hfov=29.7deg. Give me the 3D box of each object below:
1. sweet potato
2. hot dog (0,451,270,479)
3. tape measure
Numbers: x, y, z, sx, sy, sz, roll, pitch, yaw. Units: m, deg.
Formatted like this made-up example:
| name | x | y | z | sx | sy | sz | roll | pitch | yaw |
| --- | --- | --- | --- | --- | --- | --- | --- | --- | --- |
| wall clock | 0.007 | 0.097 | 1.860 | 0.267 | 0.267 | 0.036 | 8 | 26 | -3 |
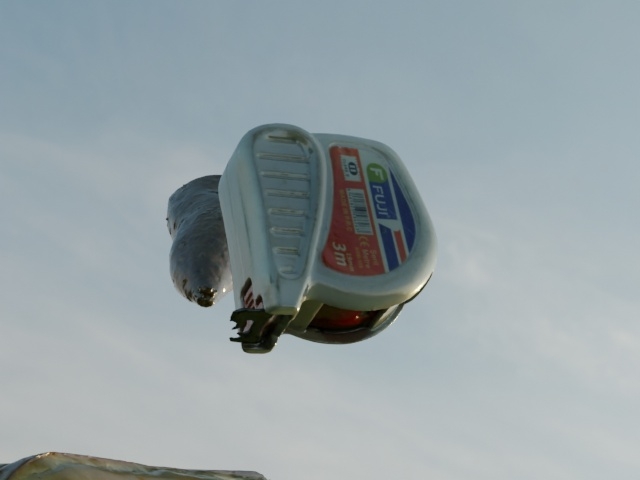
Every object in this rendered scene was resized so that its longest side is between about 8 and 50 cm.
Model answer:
| name | x | y | z | sx | sy | sz | roll | pitch | yaw |
| --- | --- | --- | --- | --- | --- | --- | --- | --- | --- |
| sweet potato | -0.147 | 0.016 | 1.678 | 0.131 | 0.336 | 0.131 | -4 | -65 | -8 |
| hot dog | -0.098 | 0.183 | 0.652 | 0.135 | 0.100 | 0.337 | -39 | -24 | 9 |
| tape measure | 0.000 | 0.000 | 1.392 | 0.265 | 0.258 | 0.130 | 5 | -37 | -24 |
